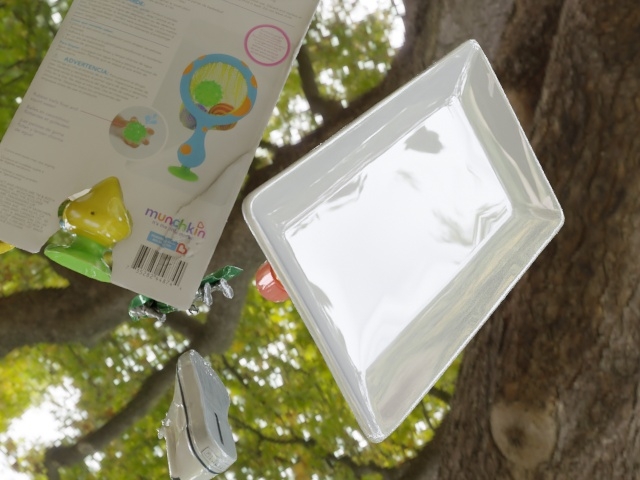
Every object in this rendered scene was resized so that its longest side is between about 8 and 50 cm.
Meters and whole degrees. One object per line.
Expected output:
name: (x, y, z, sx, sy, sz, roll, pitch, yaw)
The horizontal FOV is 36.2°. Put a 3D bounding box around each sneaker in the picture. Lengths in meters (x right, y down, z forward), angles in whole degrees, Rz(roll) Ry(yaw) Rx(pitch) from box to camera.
sneaker: (-0.178, 0.235, 1.314, 0.091, 0.094, 0.258, -37, -158, 6)

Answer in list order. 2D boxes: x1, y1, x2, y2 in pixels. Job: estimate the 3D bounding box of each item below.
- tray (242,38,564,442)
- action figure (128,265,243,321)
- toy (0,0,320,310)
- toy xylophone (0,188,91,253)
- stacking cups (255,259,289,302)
tray: (0.058, -0.014, 0.581, 0.030, 0.145, 0.270, -18, -165, 41)
action figure: (-0.248, 0.101, 1.641, 0.232, 0.063, 0.137, -16, 179, 43)
toy: (-0.097, -0.084, 0.590, 0.137, 0.056, 0.237, 21, -111, 1)
toy xylophone: (-0.379, -0.026, 1.194, 0.323, 0.081, 0.236, -10, -156, 38)
stacking cups: (0.000, 0.000, 1.306, 0.316, 0.096, 0.096, -33, -159, 52)
